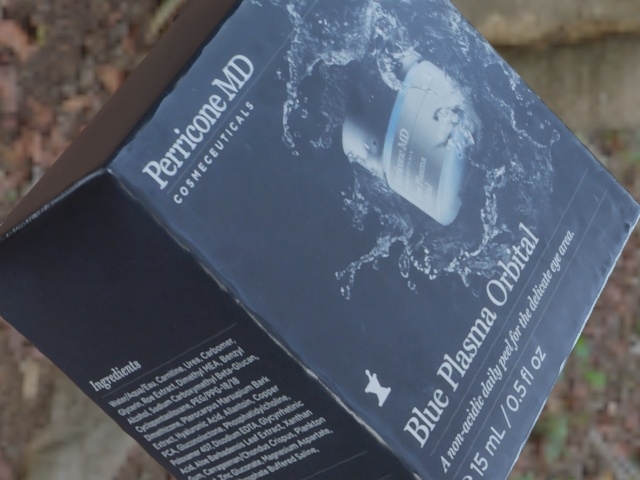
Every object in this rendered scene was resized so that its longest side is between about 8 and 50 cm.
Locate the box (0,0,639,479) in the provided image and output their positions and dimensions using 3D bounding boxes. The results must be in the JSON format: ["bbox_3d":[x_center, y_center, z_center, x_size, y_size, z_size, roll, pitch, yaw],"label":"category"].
[{"bbox_3d":[0.000,0.000,0.611,0.158,0.093,0.156,45,49,-13],"label":"box"}]
